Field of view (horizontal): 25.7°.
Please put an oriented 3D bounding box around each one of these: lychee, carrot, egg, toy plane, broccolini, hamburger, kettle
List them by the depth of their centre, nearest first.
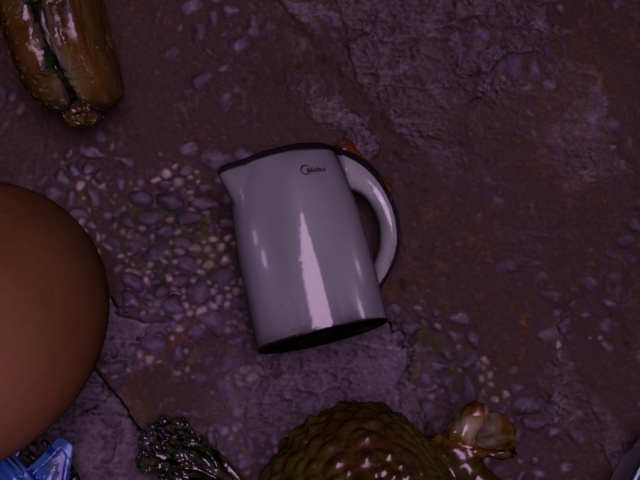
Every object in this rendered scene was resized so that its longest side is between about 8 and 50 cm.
[{"bbox_3d":[-0.404,0.102,1.545,0.301,0.301,0.374,37,60,1],"label":"egg"},{"bbox_3d":[0.065,0.314,1.597,0.320,0.270,0.270,-19,81,25],"label":"lychee"},{"bbox_3d":[-0.324,0.334,1.636,0.169,0.078,0.246,-39,93,-12],"label":"toy plane"},{"bbox_3d":[-0.127,0.278,1.674,0.203,0.068,0.091,28,59,-2],"label":"broccolini"},{"bbox_3d":[-0.318,-0.241,1.689,0.122,0.189,0.215,-17,84,0],"label":"hamburger"},{"bbox_3d":[0.000,0.000,1.702,0.221,0.161,0.236,-9,78,-26],"label":"kettle"},{"bbox_3d":[0.052,-0.091,1.781,0.093,0.032,0.032,44,78,-3],"label":"carrot"}]

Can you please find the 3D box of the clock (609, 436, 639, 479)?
[{"bbox_3d":[0.437,0.388,1.704,0.231,0.116,0.262,31,79,-6],"label":"clock"}]
